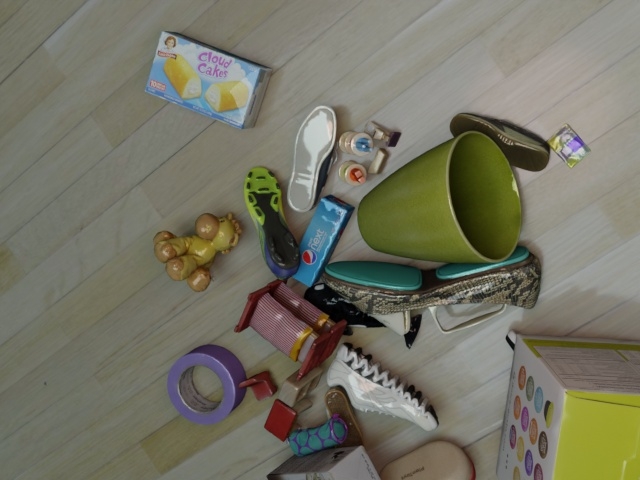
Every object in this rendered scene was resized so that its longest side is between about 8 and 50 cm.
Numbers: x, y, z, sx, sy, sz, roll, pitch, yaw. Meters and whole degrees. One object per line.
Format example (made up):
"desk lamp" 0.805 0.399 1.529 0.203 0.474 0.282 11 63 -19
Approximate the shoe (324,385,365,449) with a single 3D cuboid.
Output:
"shoe" 0.059 0.457 1.995 0.077 0.058 0.218 -14 100 -1

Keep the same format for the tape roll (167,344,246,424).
"tape roll" -0.288 0.366 2.071 0.189 0.080 0.188 3 101 17

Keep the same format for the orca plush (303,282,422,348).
"orca plush" 0.086 0.179 1.906 0.287 0.102 0.151 30 107 10

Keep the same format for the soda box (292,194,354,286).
"soda box" 0.000 0.000 1.920 0.071 0.067 0.210 29 107 11

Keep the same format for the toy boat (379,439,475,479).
"toy boat" 0.261 0.581 1.917 0.231 0.151 0.151 -30 127 13

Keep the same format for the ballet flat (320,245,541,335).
"ballet flat" 0.246 0.125 1.807 0.483 0.164 0.181 -5 108 9

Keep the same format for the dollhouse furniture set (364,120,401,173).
"dollhouse furniture set" 0.109 -0.212 1.848 0.081 0.091 0.114 33 111 26

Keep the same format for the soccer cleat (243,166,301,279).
"soccer cleat" -0.122 -0.039 1.914 0.094 0.121 0.289 -12 64 -18

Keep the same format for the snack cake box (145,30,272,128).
"snack cake box" -0.265 -0.381 1.926 0.265 0.089 0.152 22 106 12

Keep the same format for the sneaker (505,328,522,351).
"sneaker" 0.464 0.313 1.821 0.121 0.079 0.217 -44 86 18

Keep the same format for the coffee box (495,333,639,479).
"coffee box" 0.574 0.401 1.620 0.339 0.334 0.337 4 102 -3

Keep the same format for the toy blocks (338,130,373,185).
"toy blocks" 0.084 -0.180 1.817 0.054 0.148 0.123 -2 100 -14

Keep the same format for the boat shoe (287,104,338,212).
"boat shoe" -0.012 -0.190 1.885 0.095 0.079 0.254 13 106 13

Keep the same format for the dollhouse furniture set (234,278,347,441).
"dollhouse furniture set" -0.106 0.298 1.924 0.201 0.152 0.374 33 121 19

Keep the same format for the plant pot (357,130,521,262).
"plant pot" 0.230 -0.065 1.743 0.294 0.275 0.274 -13 96 42

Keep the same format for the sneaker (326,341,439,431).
"sneaker" 0.145 0.364 1.912 0.292 0.110 0.118 34 95 17

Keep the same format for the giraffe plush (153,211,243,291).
"giraffe plush" -0.273 0.009 1.954 0.170 0.210 0.181 -45 60 14

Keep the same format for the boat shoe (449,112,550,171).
"boat shoe" 0.389 -0.220 1.756 0.224 0.073 0.080 24 131 9

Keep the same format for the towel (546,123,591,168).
"towel" 0.532 -0.203 1.745 0.060 0.009 0.083 -41 86 19

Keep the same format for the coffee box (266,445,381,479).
"coffee box" 0.017 0.592 1.919 0.297 0.119 0.168 -28 90 55

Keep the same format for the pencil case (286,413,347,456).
"pencil case" -0.007 0.470 1.949 0.152 0.065 0.070 -27 64 35
